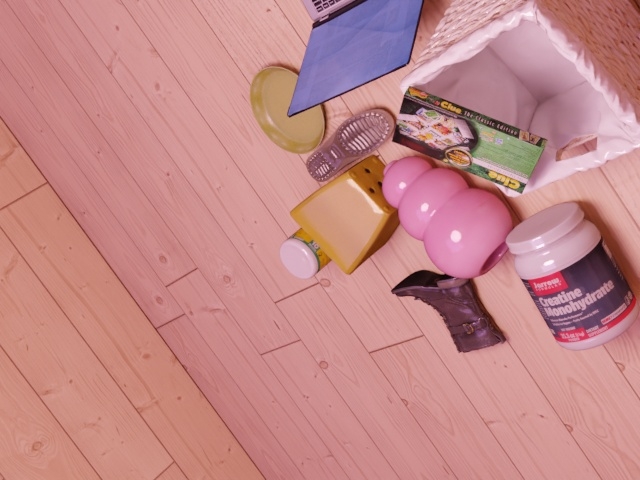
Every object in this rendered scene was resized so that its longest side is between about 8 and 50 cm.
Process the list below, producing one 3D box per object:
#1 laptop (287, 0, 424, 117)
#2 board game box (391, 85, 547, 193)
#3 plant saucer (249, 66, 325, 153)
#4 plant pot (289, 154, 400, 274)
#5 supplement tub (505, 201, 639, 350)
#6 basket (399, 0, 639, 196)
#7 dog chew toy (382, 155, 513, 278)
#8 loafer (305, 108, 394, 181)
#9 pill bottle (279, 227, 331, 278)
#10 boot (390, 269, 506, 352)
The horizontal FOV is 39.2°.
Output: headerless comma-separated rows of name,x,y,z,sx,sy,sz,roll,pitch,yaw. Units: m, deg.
laptop,0.020,-0.529,1.865,0.382,0.236,0.407,-15,109,48
board game box,0.261,-0.178,1.607,0.260,0.030,0.136,23,145,7
plant saucer,-0.077,-0.334,2.277,0.241,0.037,0.240,25,135,28
plant pot,0.094,-0.082,2.193,0.212,0.212,0.187,46,130,5
supplement tub,0.529,0.076,1.894,0.191,0.191,0.272,-20,106,50
basket,0.390,-0.305,1.605,0.331,0.266,0.328,42,144,-18
dog chew toy,0.272,-0.067,2.033,0.332,0.207,0.206,42,142,23
loafer,0.075,-0.240,2.167,0.269,0.092,0.102,-31,99,35
pill bottle,0.000,0.000,2.333,0.118,0.208,0.117,26,136,28
boot,0.317,0.188,2.272,0.263,0.091,0.229,-9,113,45
